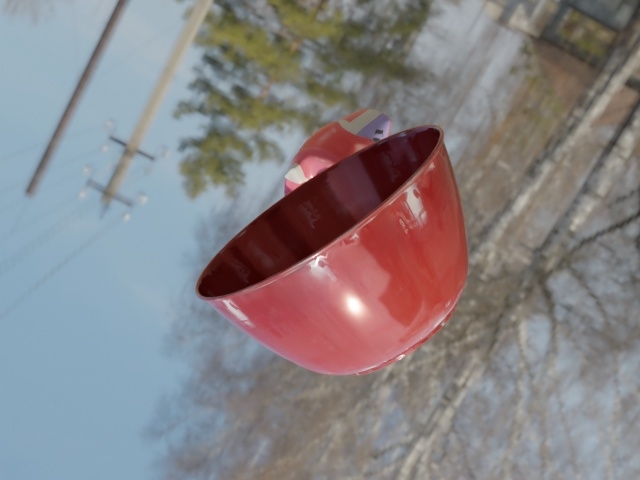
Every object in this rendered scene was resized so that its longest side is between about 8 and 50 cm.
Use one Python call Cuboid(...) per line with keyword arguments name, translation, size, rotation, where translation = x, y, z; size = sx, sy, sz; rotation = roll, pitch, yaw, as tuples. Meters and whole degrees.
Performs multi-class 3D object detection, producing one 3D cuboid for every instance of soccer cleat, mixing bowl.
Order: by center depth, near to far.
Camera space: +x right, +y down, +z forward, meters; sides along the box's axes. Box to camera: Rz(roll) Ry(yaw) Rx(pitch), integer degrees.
Cuboid(name="mixing bowl", translation=(0.023, 0.019, 0.793), size=(0.098, 0.181, 0.181), rotation=(56, -172, -14))
Cuboid(name="soccer cleat", translation=(0.000, 0.000, 1.013), size=(0.083, 0.248, 0.095), rotation=(34, -128, 14))
